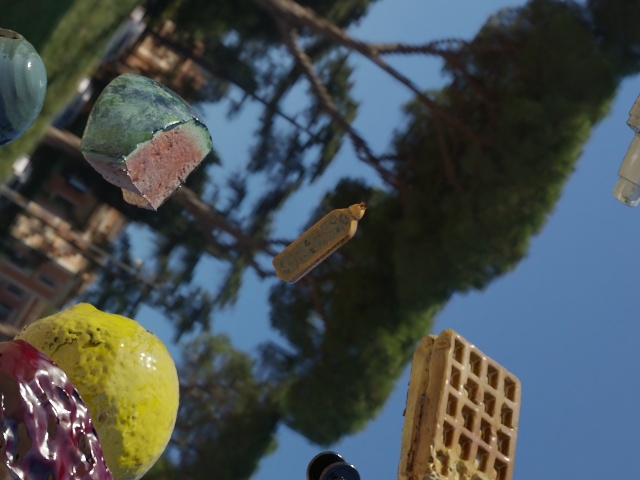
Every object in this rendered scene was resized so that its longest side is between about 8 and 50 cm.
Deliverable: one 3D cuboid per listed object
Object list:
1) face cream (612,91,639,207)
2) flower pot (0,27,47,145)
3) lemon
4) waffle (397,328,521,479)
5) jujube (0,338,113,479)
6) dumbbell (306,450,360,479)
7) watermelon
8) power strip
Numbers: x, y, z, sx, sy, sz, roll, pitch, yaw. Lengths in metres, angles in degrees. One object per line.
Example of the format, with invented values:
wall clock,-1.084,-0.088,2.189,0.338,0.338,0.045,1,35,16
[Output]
face cream,0.447,-0.158,1.684,0.252,0.101,0.101,-61,-165,8
flower pot,-0.477,-0.197,1.720,0.189,0.243,0.157,-53,142,-70
lemon,-0.440,0.310,2.483,0.350,0.350,0.387,160,-69,-65
waffle,0.249,0.340,2.350,0.098,0.224,0.328,-33,-149,38
jujube,-0.402,0.328,1.752,0.258,0.377,0.258,-24,-179,1
dumbbell,0.019,0.366,2.039,0.069,0.069,0.147,-58,-158,-4
watermelon,-0.280,-0.148,2.164,0.318,0.148,0.226,-49,153,-69
power strip,0.000,0.000,2.003,0.178,0.049,0.028,-39,167,10
